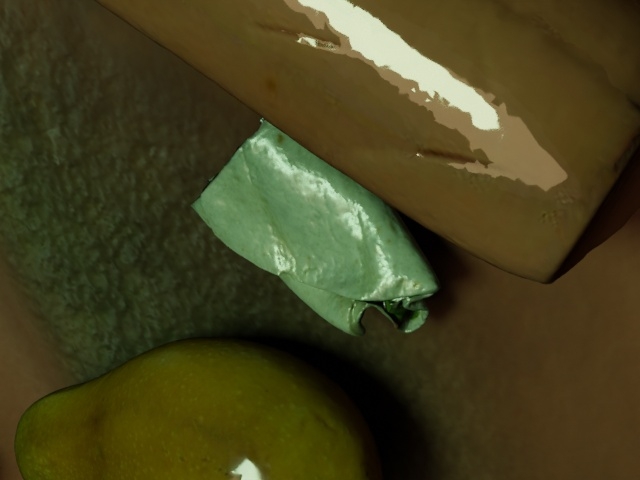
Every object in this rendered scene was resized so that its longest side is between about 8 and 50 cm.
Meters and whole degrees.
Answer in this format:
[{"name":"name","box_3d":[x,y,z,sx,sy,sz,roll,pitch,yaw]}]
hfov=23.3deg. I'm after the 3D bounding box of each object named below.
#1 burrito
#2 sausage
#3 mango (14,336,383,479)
[{"name":"burrito","box_3d":[0.002,-0.003,0.686,0.118,0.044,0.074,44,126,8]},{"name":"sausage","box_3d":[-0.003,-0.106,0.586,0.304,0.121,0.121,35,128,11]},{"name":"mango","box_3d":[-0.062,0.112,0.756,0.228,0.099,0.136,-6,116,43]}]
